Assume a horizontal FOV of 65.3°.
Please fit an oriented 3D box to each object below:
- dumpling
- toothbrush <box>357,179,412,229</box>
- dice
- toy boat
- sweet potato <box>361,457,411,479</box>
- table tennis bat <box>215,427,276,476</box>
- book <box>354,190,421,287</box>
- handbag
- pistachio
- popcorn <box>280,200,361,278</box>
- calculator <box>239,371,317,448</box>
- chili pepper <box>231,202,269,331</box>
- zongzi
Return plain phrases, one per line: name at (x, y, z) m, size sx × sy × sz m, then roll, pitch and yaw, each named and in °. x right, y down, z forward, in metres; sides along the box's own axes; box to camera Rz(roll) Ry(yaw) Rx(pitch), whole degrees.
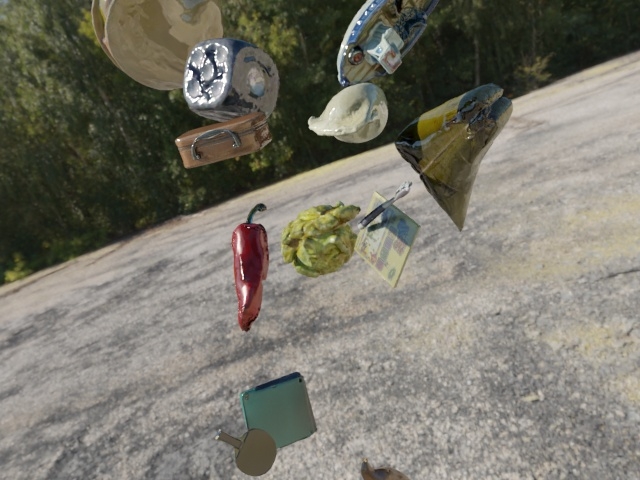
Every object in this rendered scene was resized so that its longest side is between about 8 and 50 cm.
dumpling at (0.070, -0.304, 1.197) m, size 0.180 × 0.131 × 0.252 m, roll -9°, pitch 29°, yaw 27°
toothbrush at (0.138, -0.074, 1.132) m, size 0.026 × 0.024 × 0.288 m, roll -66°, pitch 7°, yaw -21°
dice at (-0.229, -0.403, 1.285) m, size 0.183 × 0.181 × 0.182 m, roll 9°, pitch 1°, yaw 33°
toy boat at (0.133, -0.382, 0.908) m, size 0.262 × 0.114 × 0.115 m, roll -54°, pitch 43°, yaw 1°
sweet potato at (0.167, 0.570, 1.185) m, size 0.058 × 0.202 × 0.055 m, roll 3°, pitch 64°, yaw 61°
table tennis bat at (-0.159, 0.451, 1.085) m, size 0.014 × 0.158 × 0.095 m, roll -15°, pitch 44°, yaw 52°
book at (0.157, -0.006, 1.214) m, size 0.013 × 0.167 × 0.192 m, roll 3°, pitch 27°, yaw -32°
handbag at (-0.213, -0.219, 1.088) m, size 0.194 × 0.072 × 0.151 m, roll -10°, pitch 22°, yaw 11°
pistachio at (-0.462, -0.634, 1.493) m, size 0.365 × 0.281 × 0.445 m, roll -48°, pitch -23°, yaw 3°
popcorn at (0.009, -0.002, 1.990) m, size 0.336 × 0.278 × 0.274 m, roll -9°, pitch 16°, yaw 4°
calculator at (-0.159, 0.638, 1.839) m, size 0.274 × 0.248 × 0.058 m, roll -13°, pitch -4°, yaw -31°
chili pepper at (-0.196, 0.065, 1.393) m, size 0.110 × 0.387 × 0.110 m, roll -3°, pitch -28°, yaw -2°
zongzi at (0.334, -0.165, 1.101) m, size 0.145 × 0.299 × 0.274 m, roll -34°, pitch 10°, yaw -26°
